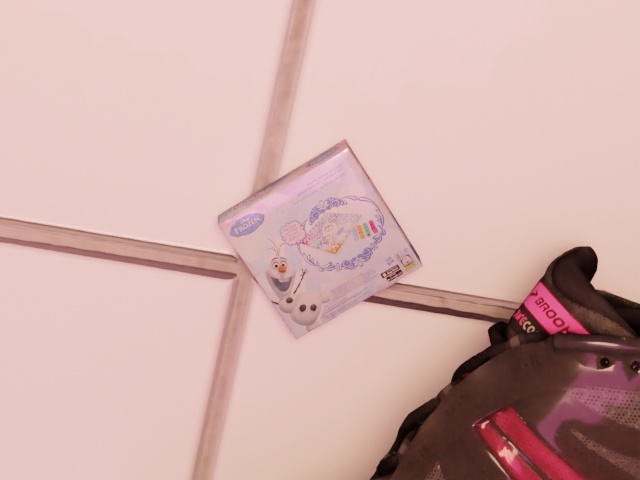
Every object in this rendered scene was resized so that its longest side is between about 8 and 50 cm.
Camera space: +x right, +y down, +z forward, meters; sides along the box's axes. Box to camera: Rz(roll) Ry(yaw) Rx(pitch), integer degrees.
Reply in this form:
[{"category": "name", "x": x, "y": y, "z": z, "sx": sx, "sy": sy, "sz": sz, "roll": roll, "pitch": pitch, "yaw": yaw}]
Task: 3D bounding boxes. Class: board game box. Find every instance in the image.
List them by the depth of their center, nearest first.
[{"category": "board game box", "x": 0.000, "y": 0.000, "z": 0.892, "sx": 0.090, "sy": 0.020, "sz": 0.090, "roll": -30, "pitch": 112, "yaw": 7}]

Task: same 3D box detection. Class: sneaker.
[{"category": "sneaker", "x": 0.125, "y": 0.115, "z": 0.884, "sx": 0.482, "sy": 0.185, "sz": 0.202, "roll": -21, "pitch": 106, "yaw": -8}]
